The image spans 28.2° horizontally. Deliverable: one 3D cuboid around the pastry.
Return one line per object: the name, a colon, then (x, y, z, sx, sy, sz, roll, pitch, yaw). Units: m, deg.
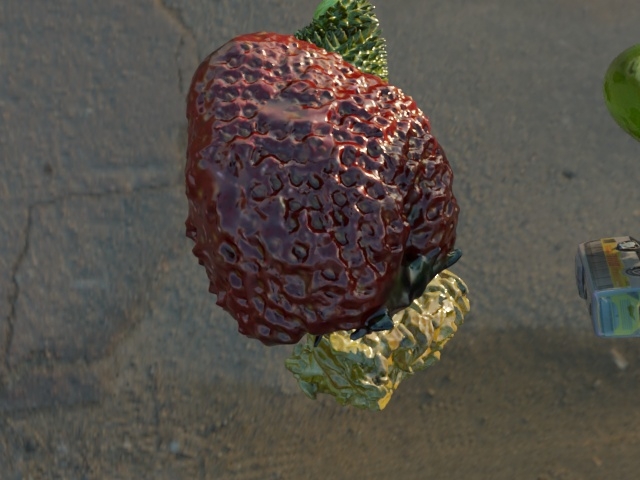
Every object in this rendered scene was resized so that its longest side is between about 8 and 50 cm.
pastry: (0.071, 0.098, 1.504, 0.154, 0.102, 0.250, 27, 41, 22)

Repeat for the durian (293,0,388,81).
durian: (-0.015, -0.231, 1.772, 0.237, 0.200, 0.177, -21, 79, -11)

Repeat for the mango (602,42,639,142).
mango: (0.319, -0.133, 1.168, 0.117, 0.089, 0.163, 12, 24, 2)

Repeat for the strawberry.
strawberry: (-0.009, -0.049, 1.183, 0.261, 0.258, 0.261, -11, 32, 7)

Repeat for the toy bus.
toy bus: (0.285, 0.042, 1.223, 0.072, 0.172, 0.057, -5, 106, 7)
